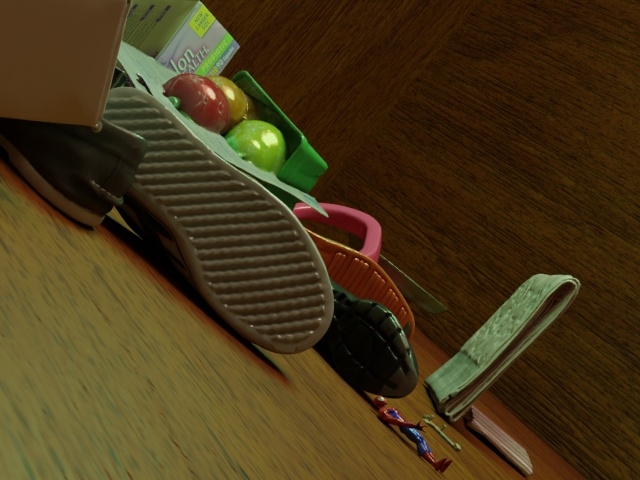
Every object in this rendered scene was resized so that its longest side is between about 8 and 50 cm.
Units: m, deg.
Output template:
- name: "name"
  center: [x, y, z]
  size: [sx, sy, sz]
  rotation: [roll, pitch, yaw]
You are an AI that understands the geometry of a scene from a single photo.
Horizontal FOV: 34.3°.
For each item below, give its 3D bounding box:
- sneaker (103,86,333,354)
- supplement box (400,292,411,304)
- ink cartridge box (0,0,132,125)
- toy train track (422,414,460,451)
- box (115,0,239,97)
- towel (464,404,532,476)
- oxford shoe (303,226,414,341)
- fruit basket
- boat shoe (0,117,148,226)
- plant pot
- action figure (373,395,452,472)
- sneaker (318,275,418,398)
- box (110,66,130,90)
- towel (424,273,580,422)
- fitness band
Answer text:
- name: "sneaker"
  center: [-0.110, -0.016, 1.059]
  size: [0.321, 0.126, 0.127]
  rotation: [49, -13, 4]
- name: "supplement box"
  center: [0.076, 0.110, 1.908]
  size: [0.111, 0.114, 0.220]
  rotation: [39, 0, 17]
- name: "ink cartridge box"
  center: [-0.303, -0.202, 0.825]
  size: [0.198, 0.114, 0.273]
  rotation: [1, 28, -38]
- name: "toy train track"
  center: [0.177, 0.274, 1.493]
  size: [0.048, 0.014, 0.083]
  rotation: [38, 3, -40]
- name: "box"
  center: [-0.302, -0.309, 1.837]
  size: [0.243, 0.213, 0.117]
  rotation: [16, -23, 48]
- name: "towel"
  center: [0.329, 0.373, 1.931]
  size: [0.144, 0.029, 0.197]
  rotation: [40, 4, 6]
- name: "oxford shoe"
  center: [-0.008, 0.048, 1.592]
  size: [0.364, 0.130, 0.133]
  rotation: [39, -4, -16]
- name: "fruit basket"
  center: [-0.173, -0.176, 1.623]
  size: [0.353, 0.165, 0.327]
  rotation: [18, 24, -45]
- name: "boat shoe"
  center: [-0.295, -0.146, 0.985]
  size: [0.335, 0.095, 0.112]
  rotation: [40, 2, 18]
- name: "plant pot"
  center: [0.139, 0.067, 1.952]
  size: [0.236, 0.032, 0.236]
  rotation: [39, 0, 0]
- name: "action figure"
  center: [0.103, 0.219, 1.195]
  size: [0.115, 0.030, 0.038]
  rotation: [38, 6, 28]
- name: "sneaker"
  center: [0.048, 0.119, 1.353]
  size: [0.267, 0.101, 0.106]
  rotation: [42, 1, 43]
- name: "box"
  center: [-0.416, -0.282, 1.542]
  size: [0.293, 0.073, 0.295]
  rotation: [37, -5, -4]
- name: "towel"
  center: [0.315, 0.177, 1.853]
  size: [0.053, 0.317, 0.332]
  rotation: [45, 1, 2]
- name: "fitness band"
  center: [0.000, 0.000, 1.785]
  size: [0.209, 0.054, 0.291]
  rotation: [5, 21, 4]
